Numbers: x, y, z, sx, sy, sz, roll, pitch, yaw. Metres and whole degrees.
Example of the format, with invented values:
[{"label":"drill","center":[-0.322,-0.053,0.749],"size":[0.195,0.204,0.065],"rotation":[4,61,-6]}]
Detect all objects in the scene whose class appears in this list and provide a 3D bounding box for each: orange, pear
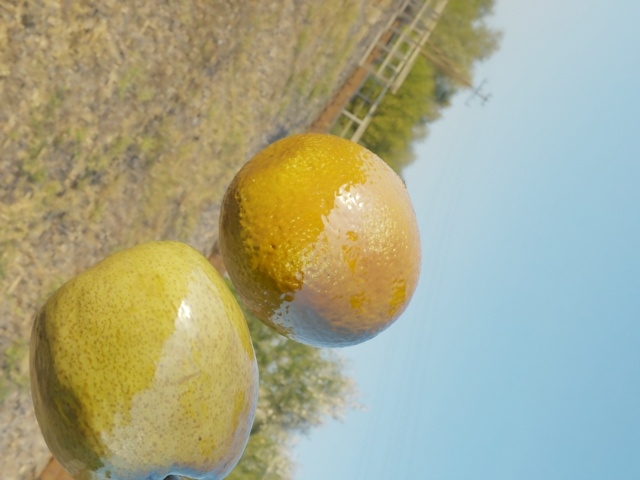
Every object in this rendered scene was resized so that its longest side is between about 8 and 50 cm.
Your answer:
[{"label":"orange","center":[0.000,0.000,0.982],"size":[0.236,0.236,0.236],"rotation":[-57,-178,3]},{"label":"pear","center":[-0.150,0.121,0.799],"size":[0.188,0.211,0.228],"rotation":[-18,170,-32]}]
